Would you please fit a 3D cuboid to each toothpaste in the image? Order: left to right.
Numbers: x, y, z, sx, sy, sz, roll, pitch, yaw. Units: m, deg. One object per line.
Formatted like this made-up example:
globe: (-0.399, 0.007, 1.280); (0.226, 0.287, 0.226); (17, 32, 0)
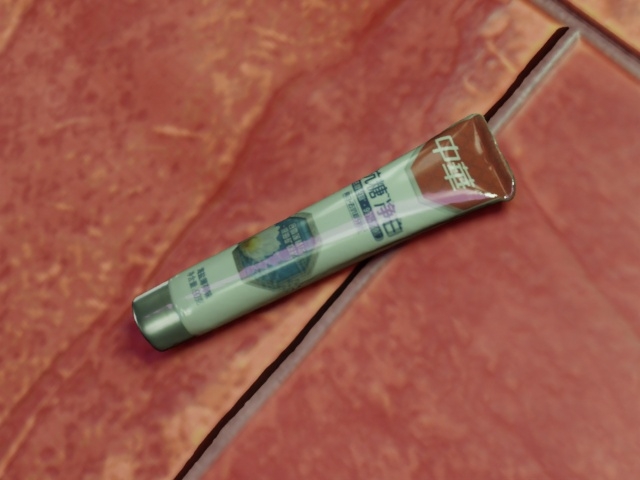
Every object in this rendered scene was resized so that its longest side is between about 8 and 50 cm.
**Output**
toothpaste: (0.000, 0.000, 0.927); (0.239, 0.039, 0.062); (-26, 62, 8)
